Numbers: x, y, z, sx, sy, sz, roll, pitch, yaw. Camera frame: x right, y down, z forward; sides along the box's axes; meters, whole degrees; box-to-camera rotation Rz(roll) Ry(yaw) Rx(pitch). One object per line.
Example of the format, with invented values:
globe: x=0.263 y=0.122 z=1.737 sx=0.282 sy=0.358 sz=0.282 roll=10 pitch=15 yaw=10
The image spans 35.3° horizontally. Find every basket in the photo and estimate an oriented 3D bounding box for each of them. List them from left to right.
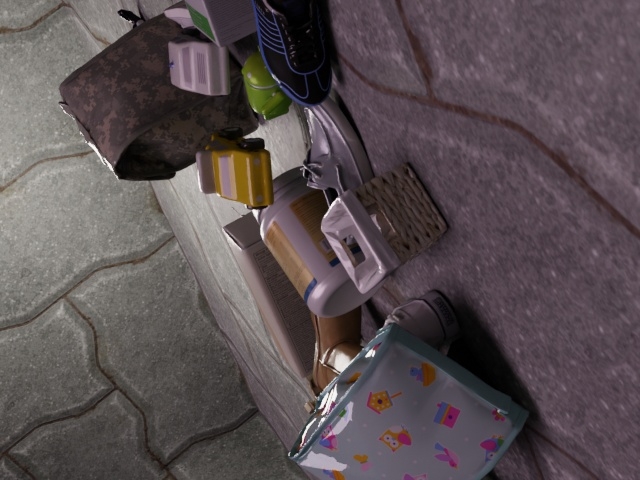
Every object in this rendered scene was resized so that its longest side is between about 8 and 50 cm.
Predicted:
basket: x=0.079 y=-0.015 z=1.276 sx=0.113 sy=0.103 sz=0.167 roll=59 pitch=168 yaw=6

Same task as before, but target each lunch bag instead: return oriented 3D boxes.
lunch bag: x=-0.291 y=-0.242 z=1.768 sx=0.235 sy=0.287 sz=0.169 roll=51 pitch=164 yaw=31
lunch bag: x=0.119 y=0.242 z=1.339 sx=0.223 sy=0.160 sz=0.262 roll=35 pitch=126 yaw=-1

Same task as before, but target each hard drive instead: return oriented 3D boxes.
hard drive: x=0.209 y=0.201 z=1.426 sx=0.094 sy=0.022 sz=0.135 roll=55 pitch=166 yaw=20

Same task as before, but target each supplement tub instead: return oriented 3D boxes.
supplement tub: x=0.000 y=0.000 z=1.511 sx=0.200 sy=0.144 sz=0.144 roll=55 pitch=166 yaw=24

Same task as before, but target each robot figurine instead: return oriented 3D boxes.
robot figurine: x=-0.076 y=-0.230 z=1.473 sx=0.115 sy=0.067 sz=0.101 roll=80 pitch=169 yaw=-55

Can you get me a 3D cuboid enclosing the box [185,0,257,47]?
box: x=-0.124 y=-0.331 z=1.359 sx=0.101 sy=0.102 sz=0.087 roll=46 pitch=159 yaw=50

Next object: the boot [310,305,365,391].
boot: x=0.064 y=0.180 z=1.643 sx=0.269 sy=0.089 sz=0.236 roll=-155 pitch=62 yaw=-71

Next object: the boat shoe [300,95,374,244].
boat shoe: x=0.020 y=-0.093 z=1.376 sx=0.079 sy=0.081 sz=0.227 roll=34 pitch=151 yaw=62

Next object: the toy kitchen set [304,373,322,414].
toy kitchen set: x=-0.014 y=0.399 z=2.584 sx=0.083 sy=0.068 sz=0.075 roll=50 pitch=163 yaw=36

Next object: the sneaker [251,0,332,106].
sneaker: x=-0.036 y=-0.262 z=1.222 sx=0.232 sy=0.081 sz=0.090 roll=68 pitch=172 yaw=-26

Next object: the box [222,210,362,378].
box: x=-0.050 y=0.086 z=1.889 sx=0.121 sy=0.148 sz=0.311 roll=40 pitch=155 yaw=57

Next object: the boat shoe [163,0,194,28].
boat shoe: x=-0.207 y=-0.372 z=1.689 sx=0.184 sy=0.066 sz=0.063 roll=19 pitch=137 yaw=56

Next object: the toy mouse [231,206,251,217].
toy mouse: x=-0.151 y=-0.027 z=2.267 sx=0.143 sy=0.031 sz=0.161 roll=55 pitch=166 yaw=22

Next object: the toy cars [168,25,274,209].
toy cars: x=-0.171 y=-0.190 z=1.520 sx=0.176 sy=0.087 sz=0.394 roll=113 pitch=141 yaw=-54

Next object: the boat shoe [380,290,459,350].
boat shoe: x=0.127 y=0.144 z=1.469 sx=0.096 sy=0.088 sz=0.267 roll=59 pitch=167 yaw=4

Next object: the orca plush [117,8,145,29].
orca plush: x=-0.376 y=-0.384 z=2.182 sx=0.287 sy=0.102 sz=0.151 roll=57 pitch=166 yaw=15
